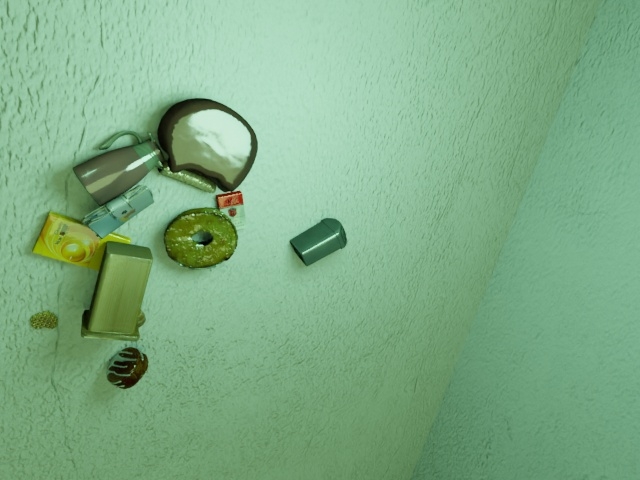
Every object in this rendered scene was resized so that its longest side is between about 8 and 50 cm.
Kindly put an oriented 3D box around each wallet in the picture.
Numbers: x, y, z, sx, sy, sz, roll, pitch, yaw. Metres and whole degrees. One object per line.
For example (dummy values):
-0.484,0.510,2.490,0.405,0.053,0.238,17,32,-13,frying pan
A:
-0.682,-0.106,1.392,0.231,0.170,0.069,-40,87,-20,wallet

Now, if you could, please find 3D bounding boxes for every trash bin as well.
0.000,0.000,1.811,0.236,0.177,0.101,-29,124,-9,trash bin

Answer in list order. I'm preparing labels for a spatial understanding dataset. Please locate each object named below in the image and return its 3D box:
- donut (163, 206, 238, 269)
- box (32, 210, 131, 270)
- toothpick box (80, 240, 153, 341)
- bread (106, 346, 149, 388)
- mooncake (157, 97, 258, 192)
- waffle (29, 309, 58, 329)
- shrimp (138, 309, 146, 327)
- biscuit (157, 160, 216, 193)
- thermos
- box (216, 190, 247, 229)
-0.455,-0.019,1.576,0.272,0.107,0.272,-8,121,-13,donut
-0.833,0.015,1.440,0.269,0.043,0.152,23,98,-35,box
-0.712,0.175,1.451,0.187,0.190,0.308,13,100,-30,toothpick box
-0.771,0.507,1.627,0.160,0.160,0.073,-41,138,-7,bread
-0.388,-0.330,1.443,0.325,0.174,0.334,-17,117,-24,mooncake
-1.007,0.294,1.489,0.085,0.016,0.078,-8,112,-26,waffle
-0.750,0.276,1.604,0.091,0.043,0.184,-16,120,-18,shrimp
-0.489,-0.232,1.504,0.219,0.061,0.055,20,139,-34,biscuit
-0.662,-0.254,1.361,0.265,0.146,0.176,-36,100,-16,thermos
-0.355,-0.116,1.640,0.100,0.048,0.152,-16,121,-24,box
